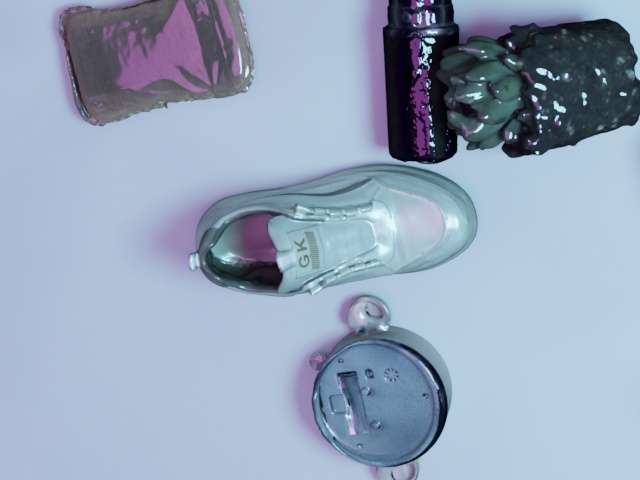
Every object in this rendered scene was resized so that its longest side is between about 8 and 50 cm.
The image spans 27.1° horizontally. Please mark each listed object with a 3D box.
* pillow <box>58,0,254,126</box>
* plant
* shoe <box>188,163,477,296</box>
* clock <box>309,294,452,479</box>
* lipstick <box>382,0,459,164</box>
[{"bbox_3d":[-0.179,-0.205,1.448,0.211,0.034,0.135,-10,98,12],"label":"pillow"},{"bbox_3d":[0.212,-0.148,1.316,0.194,0.132,0.129,-10,91,-5],"label":"plant"},{"bbox_3d":[0.000,0.000,1.397,0.316,0.159,0.124,-8,101,16],"label":"shoe"},{"bbox_3d":[0.066,0.174,1.474,0.156,0.063,0.229,-7,101,12],"label":"clock"},{"bbox_3d":[0.103,-0.227,1.357,0.081,0.081,0.299,2,106,11],"label":"lipstick"}]
